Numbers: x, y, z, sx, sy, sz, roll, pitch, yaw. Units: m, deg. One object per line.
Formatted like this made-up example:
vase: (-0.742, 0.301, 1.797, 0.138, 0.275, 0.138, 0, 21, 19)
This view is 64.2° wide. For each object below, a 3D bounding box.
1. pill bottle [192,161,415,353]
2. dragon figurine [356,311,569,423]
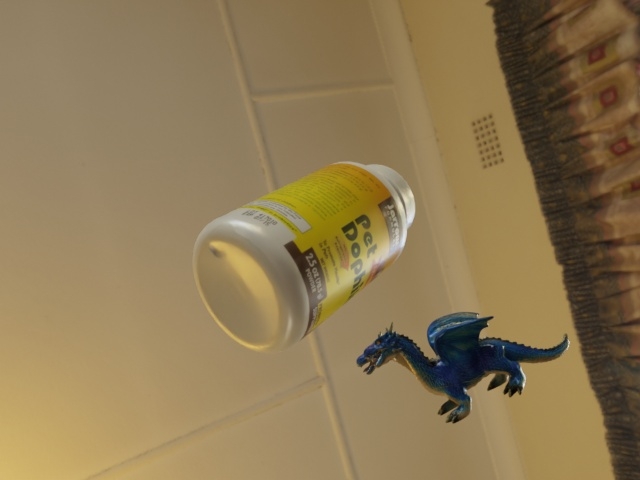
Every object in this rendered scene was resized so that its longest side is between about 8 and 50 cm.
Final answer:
pill bottle: (0.000, 0.000, 0.463, 0.215, 0.117, 0.117, -33, -81, -45)
dragon figurine: (0.195, 0.142, 0.681, 0.289, 0.085, 0.144, -24, -95, -1)
